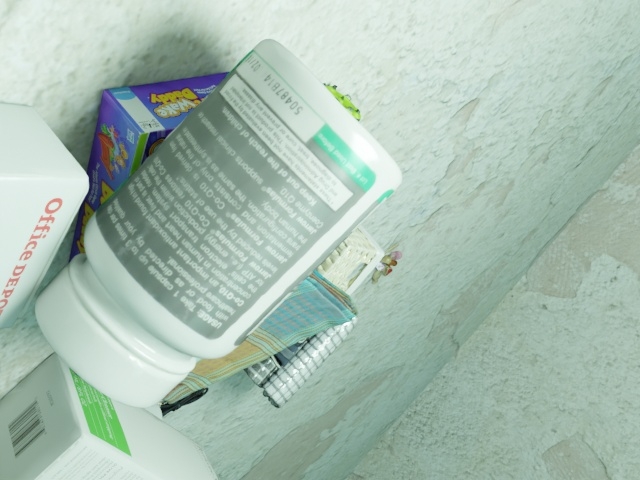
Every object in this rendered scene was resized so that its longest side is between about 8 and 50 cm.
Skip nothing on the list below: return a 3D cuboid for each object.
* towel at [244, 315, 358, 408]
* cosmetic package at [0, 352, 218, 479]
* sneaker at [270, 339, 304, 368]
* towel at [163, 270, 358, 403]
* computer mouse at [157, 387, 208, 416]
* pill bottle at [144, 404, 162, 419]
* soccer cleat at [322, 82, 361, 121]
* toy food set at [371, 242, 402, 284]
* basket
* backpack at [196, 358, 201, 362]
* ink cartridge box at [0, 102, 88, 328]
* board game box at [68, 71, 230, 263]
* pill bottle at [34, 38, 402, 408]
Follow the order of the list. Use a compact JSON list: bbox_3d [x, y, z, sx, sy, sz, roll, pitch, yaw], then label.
[{"bbox_3d":[-0.047,0.212,1.521,0.235,0.121,0.284,-46,175,-12],"label":"towel"},{"bbox_3d":[-0.310,0.355,1.151,0.155,0.197,0.365,-43,133,-1],"label":"cosmetic package"},{"bbox_3d":[-0.114,0.142,1.295,0.086,0.163,0.226,-49,155,19],"label":"sneaker"},{"bbox_3d":[-0.146,0.148,1.156,0.370,0.040,0.271,-28,150,12],"label":"towel"},{"bbox_3d":[-0.245,0.253,1.416,0.184,0.060,0.262,-22,161,-48],"label":"computer mouse"},{"bbox_3d":[-0.366,0.367,1.341,0.117,0.117,0.208,-4,137,-55],"label":"pill bottle"},{"bbox_3d":[-0.015,-0.179,1.039,0.178,0.060,0.072,1,142,-49],"label":"soccer cleat"},{"bbox_3d":[0.158,0.058,1.757,0.078,0.019,0.122,-33,155,-20],"label":"toy food set"},{"bbox_3d":[0.000,0.000,1.227,0.113,0.167,0.103,-49,151,17],"label":"basket"},{"bbox_3d":[-0.179,0.088,0.955,0.182,0.115,0.152,-44,156,4],"label":"backpack"},{"bbox_3d":[-0.381,-0.013,0.652,0.289,0.121,0.211,-5,137,-55],"label":"ink cartridge box"},{"bbox_3d":[-0.184,-0.045,0.963,0.233,0.078,0.347,-21,149,-41],"label":"board game box"},{"bbox_3d":[-0.108,-0.011,0.781,0.361,0.204,0.204,-45,157,5],"label":"pill bottle"}]
